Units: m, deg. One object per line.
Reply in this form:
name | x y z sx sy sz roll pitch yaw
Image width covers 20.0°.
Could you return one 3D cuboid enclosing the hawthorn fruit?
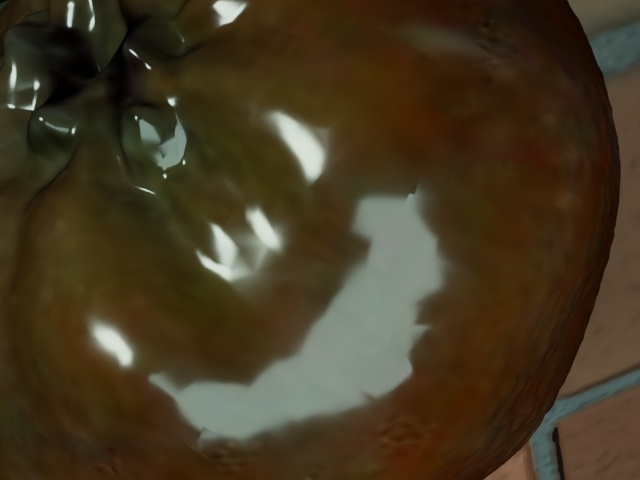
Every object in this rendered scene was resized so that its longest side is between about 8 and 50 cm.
hawthorn fruit | 0.000 0.000 0.514 0.199 0.199 0.251 -39 150 11
